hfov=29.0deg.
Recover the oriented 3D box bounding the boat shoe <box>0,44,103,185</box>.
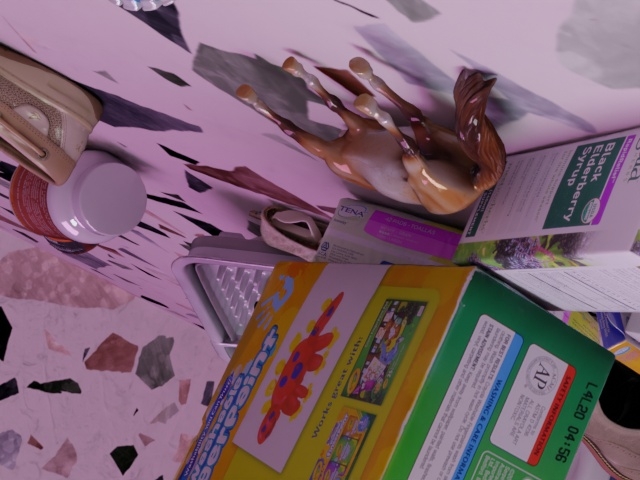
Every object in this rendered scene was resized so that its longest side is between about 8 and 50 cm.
[{"bbox_3d":[-0.397,-0.169,1.273,0.341,0.110,0.121,26,169,-16],"label":"boat shoe"}]

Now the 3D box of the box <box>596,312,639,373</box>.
[{"bbox_3d":[0.293,0.083,1.135,0.136,0.081,0.028,30,131,-33],"label":"box"}]

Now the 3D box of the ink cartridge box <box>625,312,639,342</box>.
[{"bbox_3d":[0.341,0.080,1.063,0.104,0.062,0.181,32,167,-36],"label":"ink cartridge box"}]

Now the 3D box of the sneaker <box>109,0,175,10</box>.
[{"bbox_3d":[-0.142,-0.194,0.748,0.190,0.071,0.083,15,161,35],"label":"sneaker"}]

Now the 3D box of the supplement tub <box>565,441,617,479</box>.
[{"bbox_3d":[0.442,0.392,1.890,0.324,0.235,0.235,29,168,-28],"label":"supplement tub"}]

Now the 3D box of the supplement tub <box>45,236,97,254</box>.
[{"bbox_3d":[-0.378,-0.044,1.851,0.106,0.106,0.198,24,169,-1],"label":"supplement tub"}]

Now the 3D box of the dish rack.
[{"bbox_3d":[-0.020,0.089,1.594,0.285,0.072,0.333,7,152,16],"label":"dish rack"}]

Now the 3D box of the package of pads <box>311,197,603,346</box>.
[{"bbox_3d":[0.159,0.070,1.296,0.229,0.101,0.296,18,168,33],"label":"package of pads"}]

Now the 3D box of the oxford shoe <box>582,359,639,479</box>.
[{"bbox_3d":[0.400,0.230,1.518,0.348,0.123,0.130,28,163,-28],"label":"oxford shoe"}]

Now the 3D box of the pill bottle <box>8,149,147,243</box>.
[{"bbox_3d":[-0.313,-0.058,1.605,0.121,0.121,0.216,30,168,-32],"label":"pill bottle"}]

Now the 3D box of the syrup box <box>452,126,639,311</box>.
[{"bbox_3d":[0.196,-0.009,0.853,0.096,0.093,0.237,27,169,-17],"label":"syrup box"}]

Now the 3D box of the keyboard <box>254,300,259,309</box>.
[{"bbox_3d":[0.016,0.096,1.498,0.192,0.038,0.100,-7,121,37],"label":"keyboard"}]

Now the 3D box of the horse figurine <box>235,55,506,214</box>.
[{"bbox_3d":[0.054,-0.073,0.924,0.174,0.066,0.263,37,166,-31],"label":"horse figurine"}]

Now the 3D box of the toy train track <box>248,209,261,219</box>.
[{"bbox_3d":[-0.047,-0.022,1.505,0.083,0.014,0.048,21,168,6],"label":"toy train track"}]

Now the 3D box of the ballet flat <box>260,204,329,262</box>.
[{"bbox_3d":[0.000,0.000,1.424,0.168,0.057,0.052,16,139,24],"label":"ballet flat"}]

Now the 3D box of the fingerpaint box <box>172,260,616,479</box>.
[{"bbox_3d":[0.003,0.249,1.045,0.163,0.445,0.371,31,167,-22],"label":"fingerpaint box"}]
